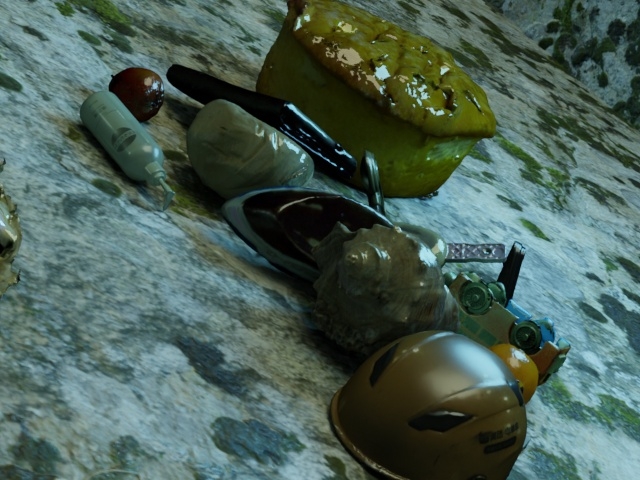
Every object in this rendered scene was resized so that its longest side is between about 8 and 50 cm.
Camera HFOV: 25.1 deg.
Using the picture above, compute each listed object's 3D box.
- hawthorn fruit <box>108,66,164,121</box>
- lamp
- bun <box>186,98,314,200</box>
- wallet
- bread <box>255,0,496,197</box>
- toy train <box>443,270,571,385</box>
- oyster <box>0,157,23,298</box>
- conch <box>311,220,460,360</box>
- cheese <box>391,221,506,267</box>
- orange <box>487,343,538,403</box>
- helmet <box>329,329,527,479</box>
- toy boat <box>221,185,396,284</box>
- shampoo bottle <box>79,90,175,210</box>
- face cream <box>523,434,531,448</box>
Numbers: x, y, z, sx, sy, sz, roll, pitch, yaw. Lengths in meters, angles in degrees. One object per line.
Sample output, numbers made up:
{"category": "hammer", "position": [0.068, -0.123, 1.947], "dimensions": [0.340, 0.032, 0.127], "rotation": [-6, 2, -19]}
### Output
{"category": "hawthorn fruit", "position": [-0.247, -0.198, 1.925], "dimensions": [0.077, 0.077, 0.077], "rotation": [27, 20, -11]}
{"category": "lamp", "position": [0.157, 0.010, 1.994], "dimensions": [0.283, 0.124, 0.203], "rotation": [32, -1, 10]}
{"category": "bun", "position": [-0.098, -0.098, 1.834], "dimensions": [0.166, 0.113, 0.173], "rotation": [34, -3, -8]}
{"category": "wallet", "position": [-0.082, -0.166, 1.985], "dimensions": [0.172, 0.045, 0.318], "rotation": [34, -4, -38]}
{"category": "bread", "position": [0.077, -0.234, 2.266], "dimensions": [0.398, 0.215, 0.398], "rotation": [26, 22, -11]}
{"category": "toy train", "position": [0.220, 0.115, 1.810], "dimensions": [0.188, 0.099, 0.072], "rotation": [37, 18, 20]}
{"category": "oyster", "position": [-0.327, 0.001, 1.387], "dimensions": [0.106, 0.061, 0.200], "rotation": [47, 21, -9]}
{"category": "conch", "position": [0.076, 0.061, 1.645], "dimensions": [0.245, 0.163, 0.178], "rotation": [33, 21, -51]}
{"category": "cheese", "position": [0.145, 0.016, 1.866], "dimensions": [0.192, 0.037, 0.097], "rotation": [1, 48, 8]}
{"category": "orange", "position": [0.219, 0.163, 1.720], "dimensions": [0.083, 0.083, 0.083], "rotation": [27, 20, -11]}
{"category": "helmet", "position": [0.128, 0.169, 1.505], "dimensions": [0.224, 0.130, 0.198], "rotation": [6, 29, -48]}
{"category": "toy boat", "position": [0.000, 0.000, 1.770], "dimensions": [0.262, 0.114, 0.115], "rotation": [22, -13, -29]}
{"category": "shampoo bottle", "position": [-0.229, -0.112, 1.763], "dimensions": [0.056, 0.056, 0.195], "rotation": [9, 29, -46]}
{"category": "face cream", "position": [0.198, 0.203, 1.679], "dimensions": [0.115, 0.020, 0.038], "rotation": [36, 20, 11]}
